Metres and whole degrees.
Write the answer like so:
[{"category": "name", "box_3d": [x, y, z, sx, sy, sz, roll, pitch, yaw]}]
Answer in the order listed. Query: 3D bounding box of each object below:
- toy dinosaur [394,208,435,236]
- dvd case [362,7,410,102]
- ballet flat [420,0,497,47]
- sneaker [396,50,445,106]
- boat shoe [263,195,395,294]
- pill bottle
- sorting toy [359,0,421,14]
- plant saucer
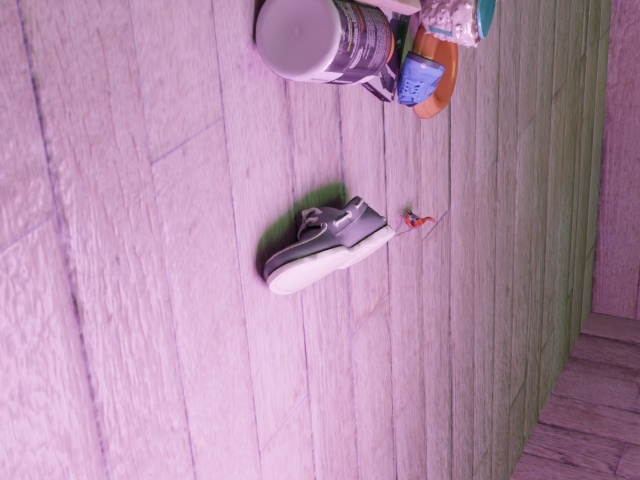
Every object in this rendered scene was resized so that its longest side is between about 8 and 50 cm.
[{"category": "toy dinosaur", "box_3d": [0.180, -0.039, 1.990, 0.082, 0.090, 0.047, -120, -162, -80]}, {"category": "dvd case", "box_3d": [0.088, -0.345, 1.717, 0.239, 0.030, 0.179, 21, 80, -65]}, {"category": "ballet flat", "box_3d": [0.288, -0.511, 1.970, 0.409, 0.147, 0.147, -60, 149, -41]}, {"category": "sneaker", "box_3d": [0.169, -0.275, 1.825, 0.082, 0.069, 0.209, -63, 175, 1]}, {"category": "boat shoe", "box_3d": [0.000, 0.000, 1.614, 0.099, 0.116, 0.319, 56, 34, 9]}, {"category": "pill bottle", "box_3d": [0.021, -0.284, 1.470, 0.246, 0.130, 0.130, -12, 110, -63]}, {"category": "sorting toy", "box_3d": [0.082, -0.466, 1.468, 0.255, 0.089, 0.257, -12, 85, -64]}, {"category": "plant saucer", "box_3d": [0.223, -0.332, 2.008, 0.200, 0.037, 0.200, -37, 132, -57]}]
